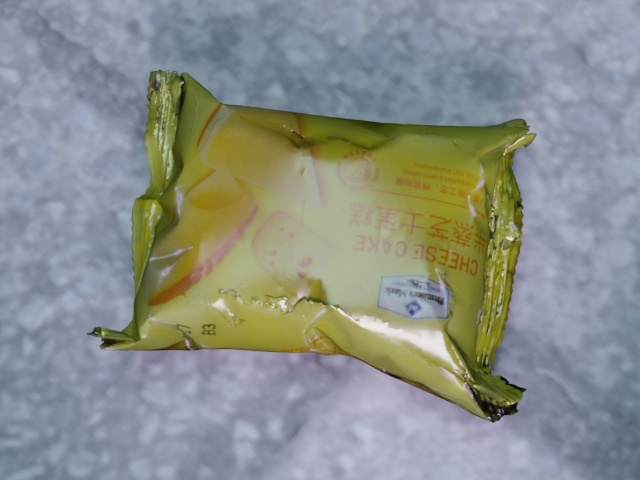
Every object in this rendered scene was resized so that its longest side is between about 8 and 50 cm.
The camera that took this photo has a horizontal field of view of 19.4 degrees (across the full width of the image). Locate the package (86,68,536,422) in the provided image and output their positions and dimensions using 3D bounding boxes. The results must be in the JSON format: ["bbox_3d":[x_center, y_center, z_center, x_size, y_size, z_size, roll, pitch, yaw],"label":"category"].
[{"bbox_3d":[0.000,0.000,0.966,0.226,0.090,0.168,6,73,6],"label":"package"}]
